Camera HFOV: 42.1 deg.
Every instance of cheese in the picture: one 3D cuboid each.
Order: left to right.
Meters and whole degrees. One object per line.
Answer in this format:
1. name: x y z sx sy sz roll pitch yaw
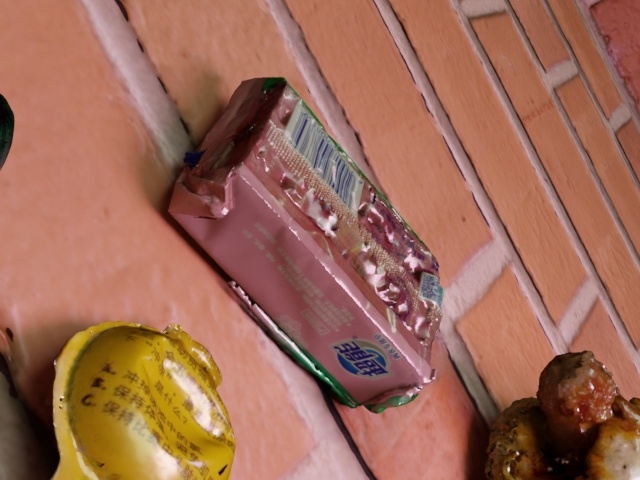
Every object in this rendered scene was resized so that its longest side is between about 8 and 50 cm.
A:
1. cheese: -0.116 0.137 0.499 0.156 0.064 0.250 52 25 -17

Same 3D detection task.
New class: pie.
1. pie: 0.309 0.363 0.856 0.395 0.180 0.418 29 60 -32

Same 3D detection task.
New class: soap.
1. soap: 0.002 -0.001 0.736 0.273 0.098 0.217 49 37 -22

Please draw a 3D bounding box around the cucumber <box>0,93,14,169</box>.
1. cucumber: -0.209 -0.054 0.490 0.048 0.105 0.048 26 45 -29
